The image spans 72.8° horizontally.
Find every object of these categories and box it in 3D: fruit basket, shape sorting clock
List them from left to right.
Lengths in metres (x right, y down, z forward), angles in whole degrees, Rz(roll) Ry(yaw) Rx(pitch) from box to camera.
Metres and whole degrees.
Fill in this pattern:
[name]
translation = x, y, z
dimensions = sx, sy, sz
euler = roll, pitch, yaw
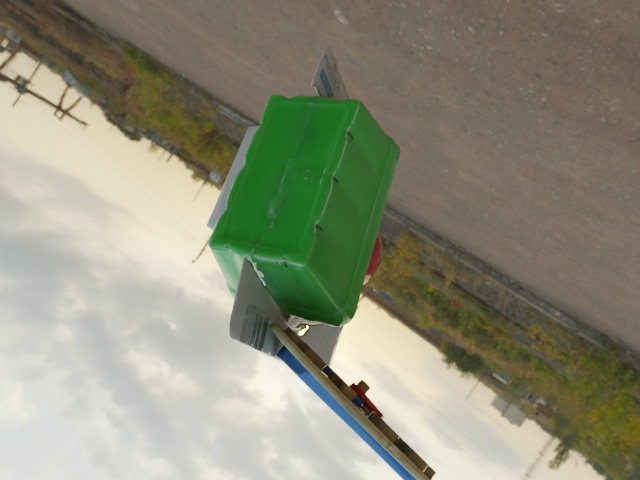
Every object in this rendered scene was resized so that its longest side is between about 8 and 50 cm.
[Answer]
[fruit basket]
translation = 0.000, 0.000, 0.568
dimensions = 0.165, 0.327, 0.353
euler = 13, 161, 16
[shape sorting clock]
translation = 0.029, 0.150, 0.408
dimensions = 0.206, 0.040, 0.206
euler = 41, 165, 13
